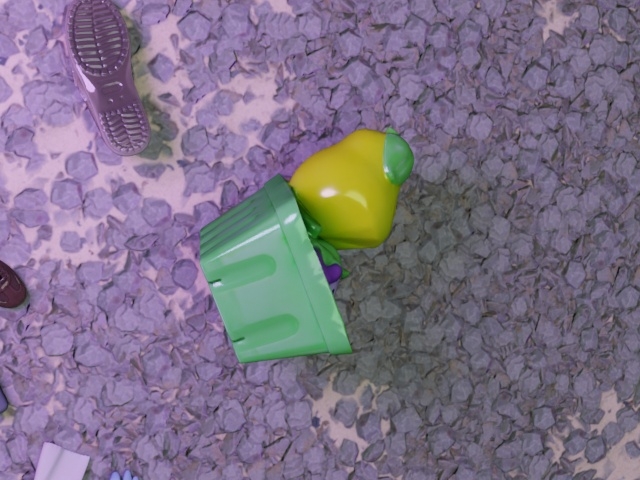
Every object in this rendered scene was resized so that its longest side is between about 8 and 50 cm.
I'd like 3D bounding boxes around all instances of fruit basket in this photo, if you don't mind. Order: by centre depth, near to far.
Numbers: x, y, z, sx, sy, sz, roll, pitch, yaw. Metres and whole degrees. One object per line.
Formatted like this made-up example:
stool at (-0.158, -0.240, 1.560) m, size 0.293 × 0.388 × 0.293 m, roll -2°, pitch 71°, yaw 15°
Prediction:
fruit basket at (0.000, 0.000, 1.605) m, size 0.392 × 0.392 × 0.283 m, roll -24°, pitch 102°, yaw -17°

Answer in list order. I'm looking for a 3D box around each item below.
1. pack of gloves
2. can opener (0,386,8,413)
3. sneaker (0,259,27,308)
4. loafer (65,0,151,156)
pack of gloves at (-0.370, 0.451, 1.620) m, size 0.195 × 0.046 × 0.232 m, roll 24°, pitch 55°, yaw -22°
can opener at (-0.564, 0.154, 1.564) m, size 0.074 × 0.093 × 0.280 m, roll -26°, pitch 108°, yaw -17°
sneaker at (-0.529, 0.040, 1.571) m, size 0.188 × 0.071 × 0.066 m, roll 44°, pitch 80°, yaw -18°
loafer at (-0.339, -0.252, 1.609) m, size 0.101 × 0.092 × 0.269 m, roll -12°, pitch 83°, yaw -20°
